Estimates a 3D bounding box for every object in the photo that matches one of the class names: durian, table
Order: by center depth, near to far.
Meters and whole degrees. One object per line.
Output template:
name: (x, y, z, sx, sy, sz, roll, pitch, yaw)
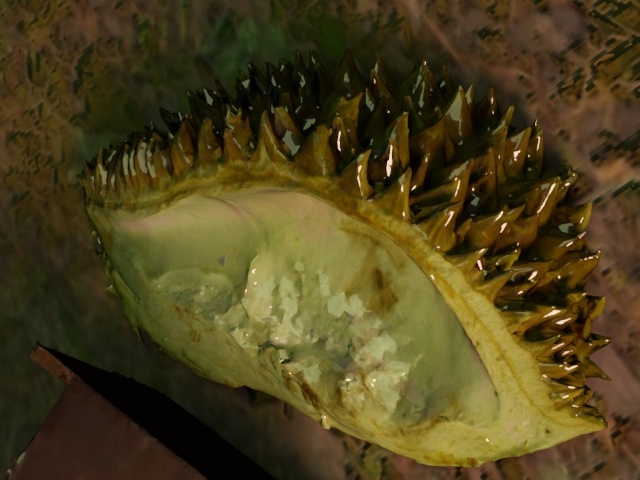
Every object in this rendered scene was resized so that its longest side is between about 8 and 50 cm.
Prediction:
table: (-0.091, 0.188, 0.939, 0.193, 0.172, 0.169, 32, 89, 28)
durian: (0.006, -0.004, 1.016, 0.394, 0.163, 0.198, 12, 118, 34)
